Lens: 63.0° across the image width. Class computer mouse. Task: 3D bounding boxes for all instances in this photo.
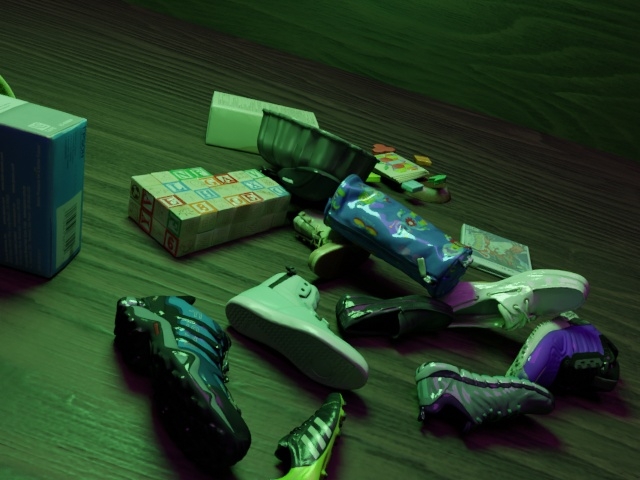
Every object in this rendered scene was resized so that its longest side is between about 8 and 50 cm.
[{"bbox_3d":[-0.024,-0.112,1.214,0.184,0.060,0.262,25,-7,-37],"label":"computer mouse"}]

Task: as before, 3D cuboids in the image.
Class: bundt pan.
[{"bbox_3d":[-0.020,-0.215,1.346,0.330,0.124,0.331,23,7,-3],"label":"bundt pan"}]

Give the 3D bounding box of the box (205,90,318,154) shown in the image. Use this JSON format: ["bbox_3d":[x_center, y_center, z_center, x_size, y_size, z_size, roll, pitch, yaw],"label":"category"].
[{"bbox_3d":[-0.174,-0.335,1.547,0.310,0.121,0.148,10,30,-13],"label":"box"}]

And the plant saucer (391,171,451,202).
[{"bbox_3d":[0.317,-0.179,1.625,0.198,0.036,0.199,13,28,-7],"label":"plant saucer"}]

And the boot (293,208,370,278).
[{"bbox_3d":[0.000,0.000,1.105,0.165,0.077,0.213,32,27,25],"label":"boot"}]

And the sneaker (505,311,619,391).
[{"bbox_3d":[0.453,0.219,0.934,0.293,0.102,0.146,-14,42,-43],"label":"sneaker"}]

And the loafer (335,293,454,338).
[{"bbox_3d":[0.137,0.143,0.935,0.223,0.076,0.078,4,36,-12],"label":"loafer"}]

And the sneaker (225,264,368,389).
[{"bbox_3d":[-0.010,0.129,0.848,0.255,0.094,0.151,27,36,22],"label":"sneaker"}]

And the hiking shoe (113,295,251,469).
[{"bbox_3d":[-0.164,0.160,0.700,0.132,0.113,0.304,-12,40,-40],"label":"hiking shoe"}]

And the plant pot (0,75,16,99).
[{"bbox_3d":[-0.752,-0.228,0.955,0.253,0.276,0.276,19,27,29],"label":"plant pot"}]

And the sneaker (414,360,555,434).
[{"bbox_3d":[0.253,0.261,0.806,0.223,0.083,0.098,11,50,-1],"label":"sneaker"}]

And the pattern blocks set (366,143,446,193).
[{"bbox_3d":[0.226,-0.229,1.613,0.324,0.026,0.285,27,37,36],"label":"pattern blocks set"}]

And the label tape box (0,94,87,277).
[{"bbox_3d":[-0.562,-0.111,0.821,0.347,0.249,0.115,17,29,0],"label":"label tape box"}]

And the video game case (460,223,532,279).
[{"bbox_3d":[0.446,0.034,1.334,0.183,0.023,0.201,21,29,7],"label":"video game case"}]

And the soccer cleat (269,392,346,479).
[{"bbox_3d":[-0.014,0.256,0.670,0.072,0.060,0.179,19,32,7],"label":"soccer cleat"}]

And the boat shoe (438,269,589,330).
[{"bbox_3d":[0.353,0.126,0.973,0.276,0.098,0.096,-12,28,25],"label":"boat shoe"}]

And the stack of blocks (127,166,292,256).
[{"bbox_3d":[-0.227,-0.079,1.108,0.171,0.087,0.297,36,34,28],"label":"stack of blocks"}]

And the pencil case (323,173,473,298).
[{"bbox_3d":[0.144,-0.007,1.010,0.306,0.119,0.133,35,34,21],"label":"pencil case"}]
